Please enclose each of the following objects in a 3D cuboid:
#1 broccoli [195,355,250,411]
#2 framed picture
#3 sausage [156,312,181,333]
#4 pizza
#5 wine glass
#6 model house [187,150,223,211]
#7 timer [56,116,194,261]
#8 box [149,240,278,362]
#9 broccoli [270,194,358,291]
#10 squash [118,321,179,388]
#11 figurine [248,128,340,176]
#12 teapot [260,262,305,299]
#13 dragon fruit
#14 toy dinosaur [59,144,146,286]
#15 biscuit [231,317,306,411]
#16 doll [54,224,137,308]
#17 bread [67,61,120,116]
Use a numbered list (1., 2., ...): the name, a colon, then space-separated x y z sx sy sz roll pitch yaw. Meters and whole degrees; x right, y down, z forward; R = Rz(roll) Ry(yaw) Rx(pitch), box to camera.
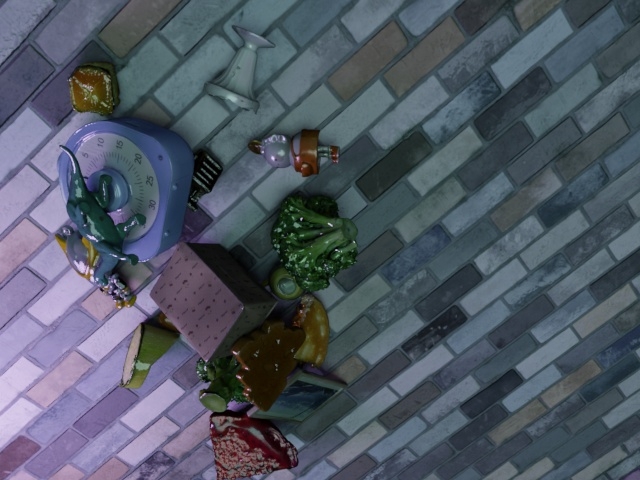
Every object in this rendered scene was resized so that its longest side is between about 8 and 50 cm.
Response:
1. broccoli: -0.276 0.440 1.685 0.297 0.297 0.298 6 121 11
2. framed picture: -0.070 0.558 1.810 0.247 0.022 0.335 -41 144 9
3. sausage: -0.463 0.285 1.722 0.183 0.054 0.062 28 138 -19
4. pizza: -0.065 0.330 1.744 0.228 0.081 0.290 -32 126 -36
5. wine glass: -0.217 -0.464 1.396 0.164 0.165 0.197 18 104 -14
6. model house: -0.379 -0.200 1.505 0.152 0.106 0.165 -42 116 12
7. timer: -0.555 -0.152 1.412 0.394 0.173 0.395 6 111 16
8. box: -0.322 0.177 1.548 0.297 0.190 0.225 42 107 23
9. broccoli: 0.000 0.000 1.556 0.275 0.308 0.308 -16 120 41
10. squash: -0.563 0.384 1.663 0.133 0.220 0.220 27 106 -22
11. figurine: -0.077 -0.269 1.517 0.271 0.143 0.143 19 110 11
12. teapot: -0.120 0.129 1.669 0.165 0.119 0.130 -14 106 7
13. dragon fruit: -0.237 0.748 1.814 0.330 0.302 0.240 14 69 7
14. toy dinosaur: -0.617 -0.041 1.345 0.330 0.129 0.384 -12 117 41
15. biscuit: -0.168 0.386 1.585 0.278 0.043 0.302 3 100 -46
16. doll: -0.692 0.084 1.587 0.103 0.145 0.316 -45 122 -25
17. bread: -0.621 -0.415 1.405 0.127 0.069 0.140 -2 116 -6
